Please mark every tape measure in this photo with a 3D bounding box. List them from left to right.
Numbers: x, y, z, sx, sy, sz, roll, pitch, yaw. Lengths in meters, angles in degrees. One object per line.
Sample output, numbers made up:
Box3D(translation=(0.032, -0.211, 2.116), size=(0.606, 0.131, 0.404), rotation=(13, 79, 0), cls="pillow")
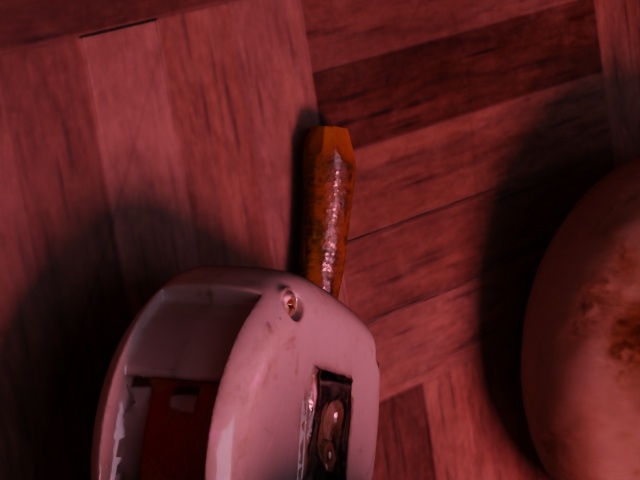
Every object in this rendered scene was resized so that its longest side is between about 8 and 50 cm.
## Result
Box3D(translation=(-0.050, 0.151, 1.223), size=(0.258, 0.130, 0.265), rotation=(13, 81, -63), cls="tape measure")

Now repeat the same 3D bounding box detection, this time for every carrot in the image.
Box3D(translation=(0.000, 0.000, 1.362), size=(0.042, 0.042, 0.171), rotation=(5, 92, -42), cls="carrot")

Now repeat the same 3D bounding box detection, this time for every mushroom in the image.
Box3D(translation=(0.341, 0.095, 1.504), size=(0.362, 0.294, 0.362), rotation=(-2, 93, -41), cls="mushroom")
